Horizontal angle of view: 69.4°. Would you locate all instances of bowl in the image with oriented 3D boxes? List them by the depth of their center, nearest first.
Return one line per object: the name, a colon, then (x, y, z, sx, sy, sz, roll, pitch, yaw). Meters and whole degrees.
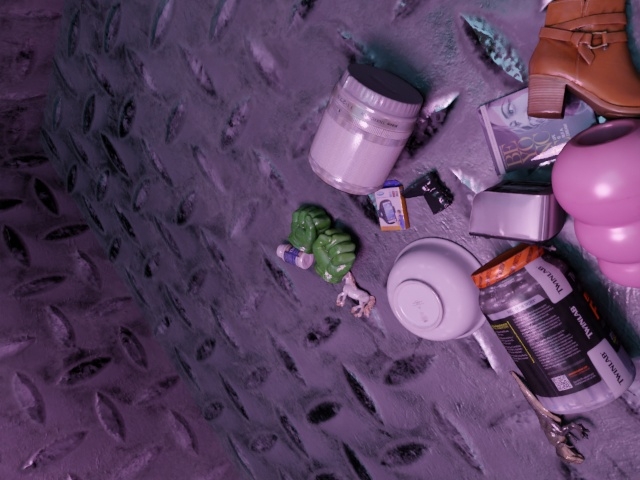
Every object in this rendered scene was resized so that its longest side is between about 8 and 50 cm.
bowl: (0.286, 0.151, 1.229, 0.298, 0.134, 0.297, 17, 116, 37)

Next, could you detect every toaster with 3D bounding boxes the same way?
toaster: (0.432, -0.062, 0.994, 0.186, 0.168, 0.110, 10, 112, 39)

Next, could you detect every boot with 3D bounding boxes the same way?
boot: (0.541, -0.335, 0.855, 0.284, 0.109, 0.220, 12, 98, 29)
boot: (0.277, -0.112, 1.198, 0.121, 0.045, 0.099, -34, 89, 45)

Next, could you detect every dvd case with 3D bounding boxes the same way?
dvd case: (0.465, -0.249, 0.996, 0.221, 0.018, 0.164, -14, 97, 43)

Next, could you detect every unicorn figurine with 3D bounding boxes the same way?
unicorn figurine: (0.098, 0.163, 1.439, 0.162, 0.111, 0.060, 33, 168, 1)

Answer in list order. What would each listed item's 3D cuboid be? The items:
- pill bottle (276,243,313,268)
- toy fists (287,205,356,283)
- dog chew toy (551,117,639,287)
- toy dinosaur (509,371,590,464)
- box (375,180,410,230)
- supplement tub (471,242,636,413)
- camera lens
pill bottle: (-0.088, 0.048, 1.557, 0.120, 0.067, 0.067, 18, 118, 35)
toy fists: (0.000, 0.000, 1.420, 0.279, 0.096, 0.142, 47, 120, 36)
dog chew toy: (0.569, -0.052, 0.864, 0.207, 0.206, 0.331, -9, 117, 43)
toy dinosaur: (0.581, 0.436, 1.137, 0.268, 0.064, 0.118, 60, 140, 10)
box: (0.197, -0.096, 1.282, 0.081, 0.028, 0.136, -2, 107, 42)
supplement tub: (0.492, 0.180, 1.010, 0.207, 0.207, 0.337, -37, 82, 43)
camera lens: (0.105, -0.269, 1.162, 0.219, 0.219, 0.274, 42, 129, 21)
